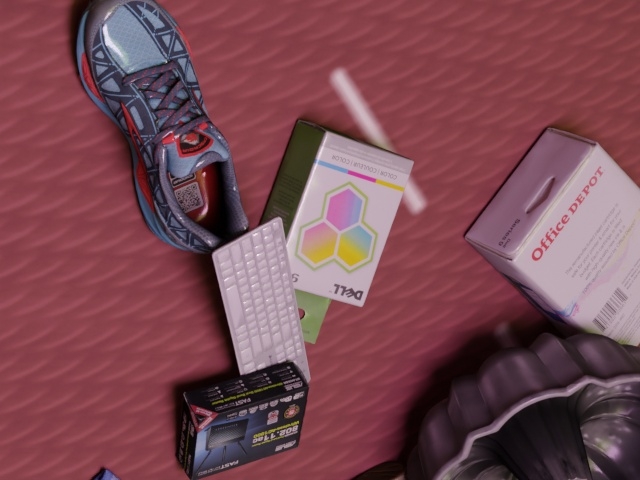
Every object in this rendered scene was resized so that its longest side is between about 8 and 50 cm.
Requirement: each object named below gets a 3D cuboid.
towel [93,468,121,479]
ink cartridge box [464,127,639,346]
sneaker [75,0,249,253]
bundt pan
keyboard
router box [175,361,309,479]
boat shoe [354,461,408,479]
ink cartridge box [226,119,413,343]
[{"bbox_3d":[-0.185,0.380,1.575,0.209,0.034,0.285,-48,121,-10],"label":"towel"},{"bbox_3d":[0.278,0.007,1.690,0.212,0.093,0.154,41,82,-34],"label":"ink cartridge box"},{"bbox_3d":[-0.124,-0.103,1.412,0.104,0.125,0.262,-32,118,-19],"label":"sneaker"},{"bbox_3d":[0.235,0.223,1.668,0.330,0.124,0.331,-11,131,-13],"label":"bundt pan"},{"bbox_3d":[-0.053,0.076,1.507,0.072,0.014,0.256,-34,144,-20],"label":"keyboard"},{"bbox_3d":[-0.076,0.175,1.552,0.122,0.038,0.092,-15,138,-25],"label":"router box"},{"bbox_3d":[0.030,0.282,1.655,0.153,0.056,0.048,-27,114,-29],"label":"boat shoe"},{"bbox_3d":[0.000,0.000,1.549,0.109,0.062,0.209,17,96,-32],"label":"ink cartridge box"}]
